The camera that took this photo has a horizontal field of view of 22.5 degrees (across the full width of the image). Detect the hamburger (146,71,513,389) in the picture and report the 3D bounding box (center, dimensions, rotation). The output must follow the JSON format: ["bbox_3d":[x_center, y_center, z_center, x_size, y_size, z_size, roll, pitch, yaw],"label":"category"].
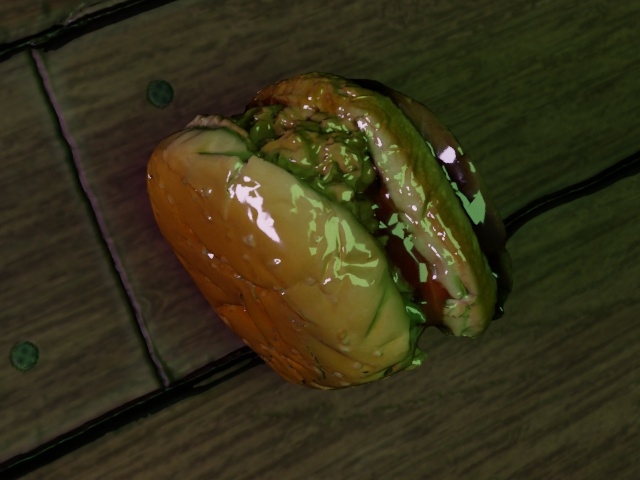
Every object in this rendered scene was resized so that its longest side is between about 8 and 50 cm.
[{"bbox_3d":[0.000,0.000,1.107,0.163,0.244,0.244,-37,106,-26],"label":"hamburger"}]
